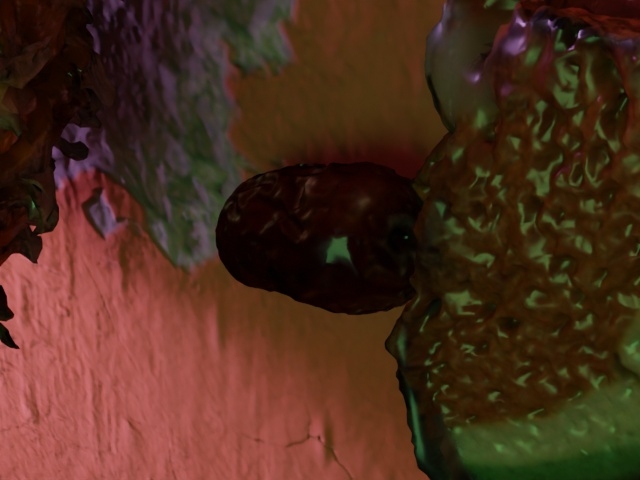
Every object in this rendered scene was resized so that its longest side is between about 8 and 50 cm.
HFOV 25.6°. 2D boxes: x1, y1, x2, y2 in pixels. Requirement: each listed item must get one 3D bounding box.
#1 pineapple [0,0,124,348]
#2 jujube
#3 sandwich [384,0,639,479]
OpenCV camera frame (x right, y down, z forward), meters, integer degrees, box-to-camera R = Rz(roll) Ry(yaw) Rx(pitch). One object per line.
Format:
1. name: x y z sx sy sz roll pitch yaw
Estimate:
1. pineapple: -0.267 -0.092 0.694 0.352 0.352 0.300 44 126 10
2. jujube: 0.000 0.000 0.693 0.129 0.077 0.077 -2 114 47
3. sandwich: 0.122 -0.003 0.567 0.212 0.109 0.292 38 132 25
